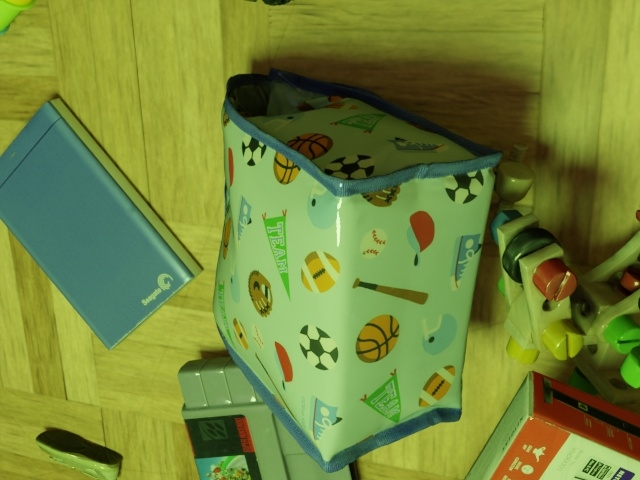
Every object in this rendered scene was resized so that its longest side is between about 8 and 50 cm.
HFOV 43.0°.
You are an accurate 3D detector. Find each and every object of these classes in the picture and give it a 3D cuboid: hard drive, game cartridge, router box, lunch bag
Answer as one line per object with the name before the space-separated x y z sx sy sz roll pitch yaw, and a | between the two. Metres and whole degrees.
hard drive | -0.345 -0.017 1.190 0.210 0.040 0.319 -39 91 29
game cartridge | -0.064 0.333 1.175 0.230 0.068 0.355 -9 105 11
router box | 0.295 0.342 0.891 0.301 0.082 0.336 22 119 3
lunch bag | 0.000 0.000 0.929 0.385 0.238 0.328 34 127 50

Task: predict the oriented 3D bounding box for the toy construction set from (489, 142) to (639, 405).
toy construction set | 0.254 0.061 0.892 0.308 0.257 0.237 36 133 30

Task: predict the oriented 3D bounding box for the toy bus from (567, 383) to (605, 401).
toy bus | 0.316 0.352 1.013 0.130 0.108 0.333 15 114 16

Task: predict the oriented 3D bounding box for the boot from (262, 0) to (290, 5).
boot | -0.127 -0.354 0.855 0.347 0.131 0.260 -29 96 -7

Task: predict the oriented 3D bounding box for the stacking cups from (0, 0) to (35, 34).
stacking cups | -0.479 -0.302 1.126 0.316 0.096 0.096 -33 94 34

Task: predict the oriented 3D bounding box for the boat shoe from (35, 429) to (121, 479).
boat shoe | -0.404 0.360 1.345 0.152 0.056 0.048 15 109 9
